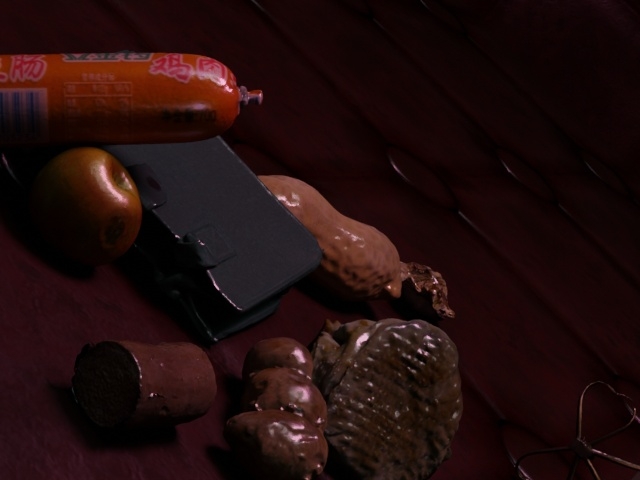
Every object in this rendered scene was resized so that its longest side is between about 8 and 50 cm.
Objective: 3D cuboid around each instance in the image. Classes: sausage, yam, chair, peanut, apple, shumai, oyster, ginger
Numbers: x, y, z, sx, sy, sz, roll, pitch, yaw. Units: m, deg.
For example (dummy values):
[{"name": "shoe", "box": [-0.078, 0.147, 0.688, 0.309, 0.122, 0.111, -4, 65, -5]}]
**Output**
[{"name": "sausage", "box": [-0.211, -0.137, 1.721, 0.312, 0.093, 0.093, -2, 30, -6]}, {"name": "yam", "box": [-0.149, 0.125, 1.545, 0.084, 0.084, 0.127, 50, 24, 24]}, {"name": "chair", "box": [0.397, 0.295, 2.099, 0.325, 0.160, 0.170, 41, 17, -4]}, {"name": "peanut", "box": [0.000, 0.000, 2.063, 0.263, 0.101, 0.117, 30, 33, -29]}, {"name": "apple", "box": [-0.225, -0.034, 1.707, 0.114, 0.102, 0.099, 55, 23, 22]}, {"name": "shumai", "box": [0.046, 0.168, 1.810, 0.184, 0.184, 0.142, 35, -12, -18]}, {"name": "oyster", "box": [0.133, 0.064, 2.258, 0.108, 0.053, 0.166, 46, 10, -17]}, {"name": "ginger", "box": [-0.038, 0.160, 1.674, 0.104, 0.080, 0.204, 31, 23, -13]}]

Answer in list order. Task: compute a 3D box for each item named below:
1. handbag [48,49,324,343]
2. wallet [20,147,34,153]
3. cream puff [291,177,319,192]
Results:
[{"name": "handbag", "box": [-0.156, -0.053, 1.868, 0.326, 0.089, 0.238, 50, 24, 6]}, {"name": "wallet", "box": [-0.340, -0.140, 1.840, 0.122, 0.025, 0.061, 38, 13, -8]}, {"name": "cream puff", "box": [-0.028, -0.044, 2.170, 0.083, 0.058, 0.083, 16, 29, -54]}]
